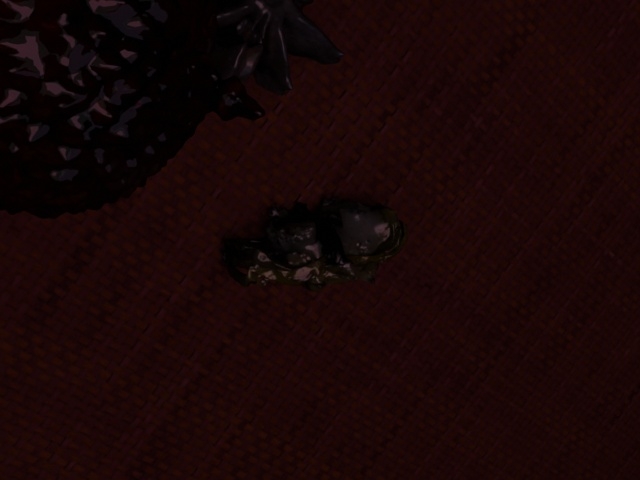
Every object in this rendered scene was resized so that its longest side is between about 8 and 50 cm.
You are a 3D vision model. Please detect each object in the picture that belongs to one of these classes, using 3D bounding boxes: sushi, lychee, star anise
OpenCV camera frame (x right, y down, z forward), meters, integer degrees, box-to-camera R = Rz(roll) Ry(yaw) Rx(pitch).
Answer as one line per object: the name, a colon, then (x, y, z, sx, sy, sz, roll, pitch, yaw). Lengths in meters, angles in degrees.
sushi: (0.001, 0.007, 1.557, 0.291, 0.139, 0.131, -7, 106, -22)
lychee: (-0.295, -0.225, 1.130, 0.500, 0.424, 0.425, 17, 105, 0)
star anise: (-0.090, -0.349, 1.375, 0.316, 0.139, 0.359, 32, 79, -41)
